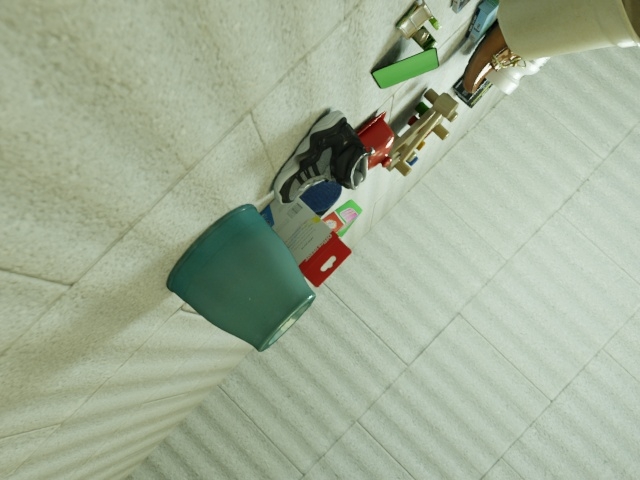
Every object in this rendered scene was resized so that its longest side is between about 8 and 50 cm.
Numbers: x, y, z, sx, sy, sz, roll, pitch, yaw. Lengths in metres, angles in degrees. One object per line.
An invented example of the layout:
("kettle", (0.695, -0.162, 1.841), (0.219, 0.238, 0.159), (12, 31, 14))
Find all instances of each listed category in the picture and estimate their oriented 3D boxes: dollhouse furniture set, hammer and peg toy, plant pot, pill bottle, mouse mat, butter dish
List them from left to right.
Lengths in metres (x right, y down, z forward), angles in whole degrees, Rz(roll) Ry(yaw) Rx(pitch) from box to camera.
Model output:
("plant pot", (-0.158, 0.101, 1.512), (0.271, 0.255, 0.272), (-45, 172, -8))
("butter dish", (0.144, -0.246, 1.821), (0.160, 0.118, 0.160), (-43, 171, -23))
("mouse mat", (0.198, -0.393, 1.537), (0.152, 0.007, 0.189), (-19, 176, 12))
("dollhouse furniture set", (0.202, -0.461, 1.417), (0.076, 0.059, 0.151), (-41, 154, 15))
("hammer and peg toy", (0.302, -0.347, 2.095), (0.266, 0.127, 0.361), (-44, 171, -4))
("pill bottle", (0.646, -0.649, 2.067), (0.363, 0.210, 0.210), (-50, 171, 26))
("plant pot", (0.622, -0.595, 1.656), (0.305, 0.334, 0.334), (-10, -160, 42))

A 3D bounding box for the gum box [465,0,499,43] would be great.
("gum box", (0.495, -0.657, 1.862), (0.184, 0.041, 0.157), (-46, 172, -9))

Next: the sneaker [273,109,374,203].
("sneaker", (0.008, -0.147, 1.494), (0.268, 0.153, 0.101), (-51, 170, 33))

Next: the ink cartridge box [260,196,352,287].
("ink cartridge box", (-0.044, -0.003, 1.653), (0.134, 0.231, 0.078), (-45, 171, -2))

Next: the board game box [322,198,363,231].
("board game box", (0.000, 0.000, 2.457), (0.316, 0.064, 0.242), (-37, 168, -47))

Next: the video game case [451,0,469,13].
("video game case", (0.376, -0.624, 1.501), (0.201, 0.023, 0.183), (-47, 171, 0))

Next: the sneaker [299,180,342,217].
("sneaker", (-0.036, -0.082, 1.870), (0.232, 0.081, 0.090), (-39, 174, -3))

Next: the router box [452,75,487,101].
("router box", (0.627, -0.638, 2.460), (0.309, 0.081, 0.243), (-48, 171, 13))

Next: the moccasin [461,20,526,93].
("moccasin", (0.562, -0.576, 1.937), (0.380, 0.147, 0.139), (-48, 175, 18))
